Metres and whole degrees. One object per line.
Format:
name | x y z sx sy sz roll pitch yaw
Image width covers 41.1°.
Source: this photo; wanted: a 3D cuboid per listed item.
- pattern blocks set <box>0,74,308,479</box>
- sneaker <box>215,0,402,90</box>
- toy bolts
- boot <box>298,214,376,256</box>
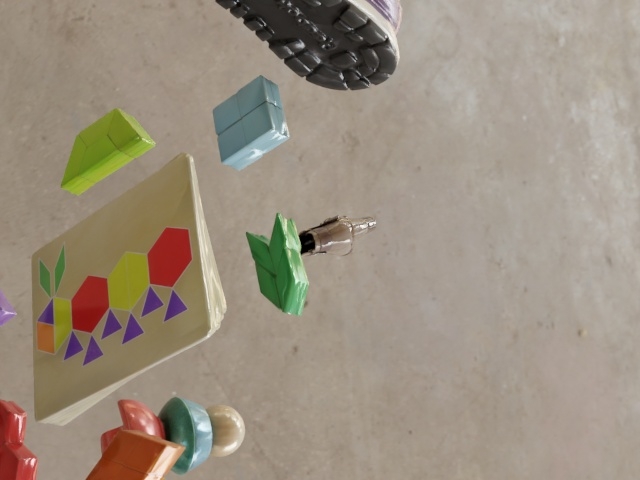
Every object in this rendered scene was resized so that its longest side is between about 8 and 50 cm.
pattern blocks set | -0.140 0.037 0.585 0.026 0.325 0.285 25 53 -48
sneaker | -0.040 -0.226 0.554 0.283 0.107 0.124 40 53 -45
toy bolts | -0.146 0.293 0.957 0.158 0.218 0.228 0 54 -33
boot | 0.000 0.000 0.894 0.087 0.118 0.042 -16 82 -34
